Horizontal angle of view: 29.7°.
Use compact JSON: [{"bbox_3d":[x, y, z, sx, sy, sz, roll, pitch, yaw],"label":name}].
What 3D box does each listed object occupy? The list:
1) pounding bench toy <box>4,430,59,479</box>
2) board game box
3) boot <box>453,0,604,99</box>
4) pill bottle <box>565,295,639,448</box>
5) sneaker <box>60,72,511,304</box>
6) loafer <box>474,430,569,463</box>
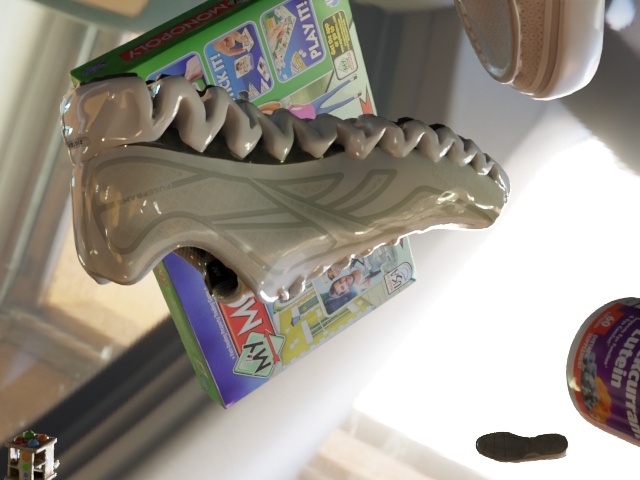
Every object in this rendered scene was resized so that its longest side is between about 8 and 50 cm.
[{"bbox_3d":[-0.399,0.300,1.694,0.052,0.065,0.083,9,-168,19],"label":"pounding bench toy"},{"bbox_3d":[-0.045,-0.041,0.959,0.213,0.317,0.046,-33,-141,-20],"label":"board game box"},{"bbox_3d":[0.021,-0.159,0.458,0.123,0.258,0.095,-24,-159,-13],"label":"boot"},{"bbox_3d":[0.268,0.107,0.838,0.108,0.108,0.193,16,-179,-26],"label":"pill bottle"},{"bbox_3d":[-0.014,-0.019,0.711,0.292,0.118,0.110,5,171,-30],"label":"sneaker"},{"bbox_3d":[0.272,0.283,1.622,0.125,0.045,0.039,-3,146,15],"label":"loafer"}]
